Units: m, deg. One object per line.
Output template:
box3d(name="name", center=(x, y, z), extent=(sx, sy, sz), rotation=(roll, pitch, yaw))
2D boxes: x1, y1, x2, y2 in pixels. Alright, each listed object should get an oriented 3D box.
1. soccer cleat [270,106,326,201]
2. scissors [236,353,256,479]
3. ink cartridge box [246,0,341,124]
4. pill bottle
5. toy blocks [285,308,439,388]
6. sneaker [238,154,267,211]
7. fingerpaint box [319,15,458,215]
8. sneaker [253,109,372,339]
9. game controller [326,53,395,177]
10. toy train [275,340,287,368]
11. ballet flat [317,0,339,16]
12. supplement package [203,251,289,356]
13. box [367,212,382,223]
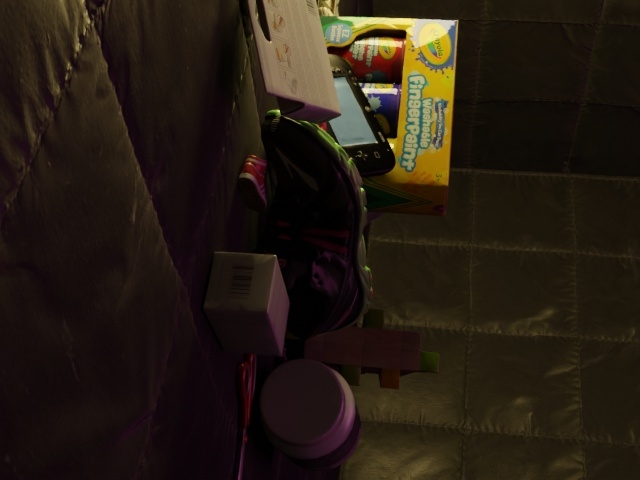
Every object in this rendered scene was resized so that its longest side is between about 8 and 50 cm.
box3d(name="soccer cleat", center=(-0.056, -0.156, 1.814), extent=(0.143, 0.116, 0.331), rotation=(-116, -151, -73))
box3d(name="scissors", center=(-0.142, 0.357, 1.661), extent=(0.109, 0.021, 0.297), rotation=(-45, 137, -81))
box3d(name="ink cartridge box", center=(-0.071, -0.345, 1.467), extent=(0.239, 0.060, 0.275), rotation=(1, 74, -58))
box3d(name="pill bottle", center=(-0.020, 0.380, 1.895), extent=(0.361, 0.204, 0.204), rotation=(75, 20, -69))
box3d(name="toy blocks", center=(0.085, 0.286, 2.244), extent=(0.261, 0.381, 0.191), rotation=(124, -28, -75))
box3d(name="sneaker", center=(-0.116, -0.104, 1.565), extent=(0.118, 0.042, 0.067), rotation=(76, 22, -59))
box3d(name="fingerpaint box", center=(0.124, -0.298, 2.034), extent=(0.163, 0.371, 0.445), rotation=(77, 19, -66))
box3d(name="sneaker", center=(-0.027, -0.013, 1.656), extent=(0.202, 0.185, 0.483), rotation=(-31, 120, -33))
box3d(name="game controller", center=(0.043, -0.271, 1.878), extent=(0.319, 0.166, 0.067), rotation=(66, -28, 19))
box3d(name="toy train", center=(-0.093, 0.243, 1.963), extent=(0.036, 0.027, 0.158), rotation=(-64, 159, -43))
box3d(name="ballet flat", center=(0.011, -0.595, 2.253), extent=(0.068, 0.072, 0.213), rotation=(37, 51, -48))
box3d(name="supplement package", center=(-0.116, 0.106, 1.422), extent=(0.179, 0.105, 0.105), rotation=(79, 15, -60))
box3d(name="box", center=(0.119, -0.167, 2.640), extent=(0.103, 0.114, 0.203), rotation=(28, 34, -60))
